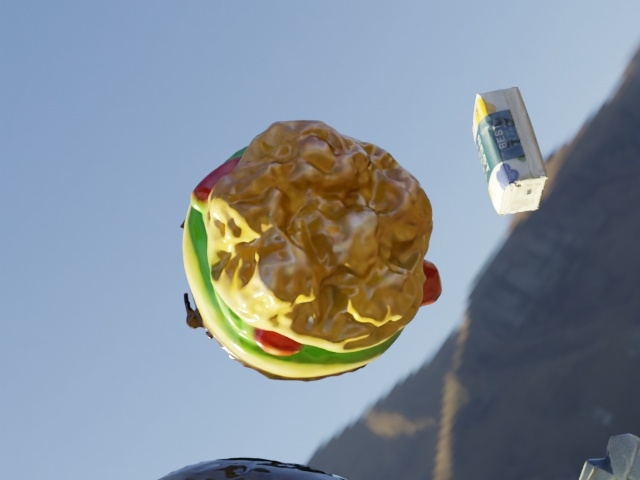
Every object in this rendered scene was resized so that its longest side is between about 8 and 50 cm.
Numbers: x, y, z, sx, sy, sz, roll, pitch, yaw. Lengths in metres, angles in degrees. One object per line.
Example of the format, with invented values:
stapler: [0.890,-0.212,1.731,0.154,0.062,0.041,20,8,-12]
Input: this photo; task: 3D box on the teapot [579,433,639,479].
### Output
teapot: [0.238,0.230,1.078,0.178,0.221,0.163,-57,-10,-7]

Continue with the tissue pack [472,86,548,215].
tissue pack: [0.146,-0.069,1.371,0.042,0.083,0.062,-12,-23,-3]

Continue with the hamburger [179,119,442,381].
hamburger: [0.000,0.000,1.527,0.237,0.237,0.149,-48,-2,-31]

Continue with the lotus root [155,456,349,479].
lotus root: [0.029,0.186,0.719,0.152,0.275,0.160,-56,-25,-19]
